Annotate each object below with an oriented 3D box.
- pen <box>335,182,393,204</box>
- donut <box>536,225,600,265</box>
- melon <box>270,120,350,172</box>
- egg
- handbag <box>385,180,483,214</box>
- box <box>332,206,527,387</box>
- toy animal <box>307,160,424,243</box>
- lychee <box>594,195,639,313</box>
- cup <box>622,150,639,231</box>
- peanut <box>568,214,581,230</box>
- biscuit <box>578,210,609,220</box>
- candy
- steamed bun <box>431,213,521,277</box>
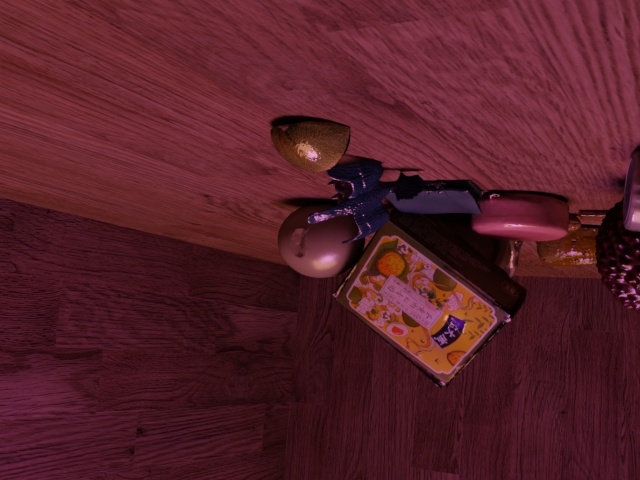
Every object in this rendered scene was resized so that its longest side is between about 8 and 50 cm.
[{"bbox_3d":[0.128,-0.116,2.003,0.197,0.032,0.053,13,168,-36],"label":"pen"},{"bbox_3d":[0.787,0.021,2.368,0.272,0.107,0.272,3,173,0],"label":"donut"},{"bbox_3d":[-0.034,-0.175,1.452,0.160,0.079,0.128,-1,172,40],"label":"melon"},{"bbox_3d":[0.000,0.000,2.252,0.269,0.219,0.219,-5,168,41],"label":"egg"},{"bbox_3d":[0.276,-0.110,1.897,0.221,0.057,0.144,2,165,29],"label":"handbag"},{"bbox_3d":[0.283,0.147,2.108,0.420,0.138,0.373,38,135,8],"label":"box"},{"bbox_3d":[0.094,-0.099,1.729,0.176,0.255,0.239,29,149,41],"label":"toy animal"},{"bbox_3d":[0.751,0.023,1.668,0.306,0.306,0.330,11,175,-40],"label":"lychee"},{"bbox_3d":[0.657,-0.072,1.389,0.202,0.167,0.221,6,-154,16],"label":"cup"},{"bbox_3d":[0.657,-0.050,2.106,0.113,0.054,0.054,5,173,-22],"label":"peanut"},{"bbox_3d":[0.729,-0.065,2.062,0.083,0.018,0.081,2,173,24],"label":"biscuit"},{"bbox_3d":[0.499,-0.058,1.965,0.255,0.095,0.255,5,173,1],"label":"candy"},{"bbox_3d":[0.412,0.051,2.264,0.342,0.255,0.367,4,171,21],"label":"steamed bun"}]
